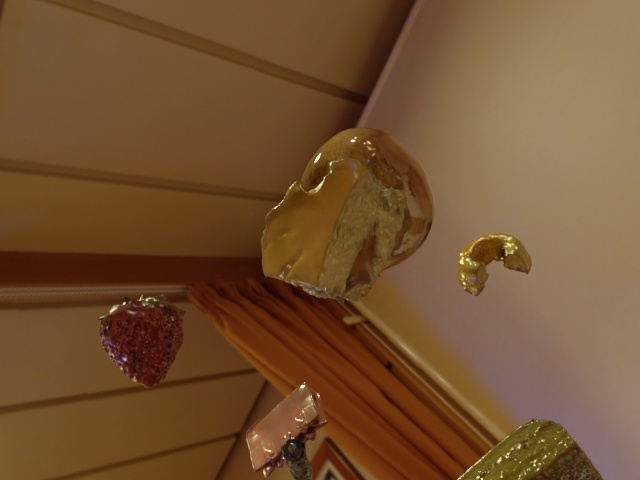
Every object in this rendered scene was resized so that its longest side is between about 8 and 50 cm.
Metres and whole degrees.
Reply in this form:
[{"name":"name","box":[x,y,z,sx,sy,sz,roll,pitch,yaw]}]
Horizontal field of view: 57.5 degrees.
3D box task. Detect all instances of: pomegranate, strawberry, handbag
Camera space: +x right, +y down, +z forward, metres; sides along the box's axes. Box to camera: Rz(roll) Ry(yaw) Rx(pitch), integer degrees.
[{"name":"pomegranate","box":[0.087,-0.079,1.216,0.319,0.319,0.319,-26,-42,-27]},{"name":"strawberry","box":[-0.380,0.214,1.254,0.184,0.187,0.201,-8,-91,-36]},{"name":"handbag","box":[-0.084,0.467,1.444,0.212,0.157,0.059,-43,-67,5]}]

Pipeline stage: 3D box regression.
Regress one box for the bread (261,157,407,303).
[{"name":"bread","box":[-0.001,-0.010,0.984,0.184,0.211,0.223,32,-108,-45]}]

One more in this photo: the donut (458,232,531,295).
[{"name":"donut","box":[0.410,0.045,1.415,0.181,0.146,0.078,-26,-55,8]}]

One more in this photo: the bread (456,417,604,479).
[{"name":"bread","box":[0.291,0.385,0.849,0.234,0.110,0.184,-38,-63,0]}]

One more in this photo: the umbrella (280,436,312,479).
[{"name":"umbrella","box":[-0.041,0.417,1.081,0.046,0.050,0.188,-7,-37,0]}]
